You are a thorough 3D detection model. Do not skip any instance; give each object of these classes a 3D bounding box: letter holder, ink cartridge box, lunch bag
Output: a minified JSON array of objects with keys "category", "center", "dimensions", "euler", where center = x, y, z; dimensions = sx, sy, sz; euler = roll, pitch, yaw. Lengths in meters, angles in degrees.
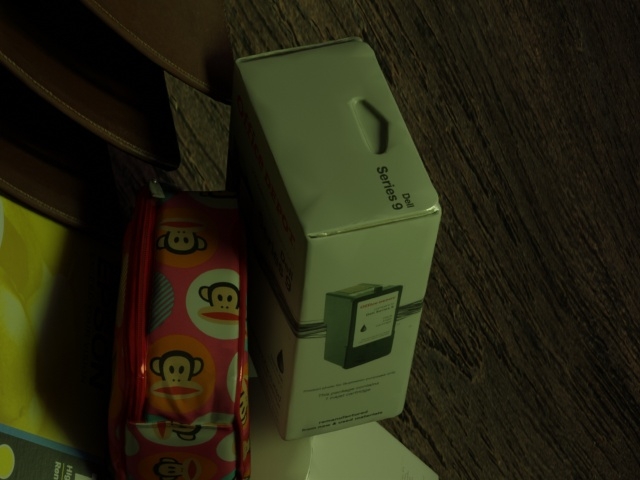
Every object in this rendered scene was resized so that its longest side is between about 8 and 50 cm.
[{"category":"letter holder","center":[-0.196,-0.144,1.542],"dimensions":[0.302,0.152,0.214],"euler":[34,40,-59]},{"category":"ink cartridge box","center":[-0.232,0.133,1.577],"dimensions":[0.307,0.072,0.303],"euler":[29,59,-58]},{"category":"lunch bag","center":[-0.115,0.091,1.637],"dimensions":[0.293,0.120,0.258],"euler":[98,-6,-54]},{"category":"ink cartridge box","center":[0.000,0.000,1.642],"dimensions":[0.289,0.121,0.211],"euler":[97,-24,-50]}]

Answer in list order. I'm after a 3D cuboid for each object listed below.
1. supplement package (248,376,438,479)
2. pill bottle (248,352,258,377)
[{"category":"supplement package","center":[-0.025,0.264,1.862],"dimensions":[0.293,0.175,0.177],"euler":[46,47,-53]},{"category":"pill bottle","center":[-0.049,0.081,1.920],"dimensions":[0.187,0.112,0.112],"euler":[-41,122,-60]}]
